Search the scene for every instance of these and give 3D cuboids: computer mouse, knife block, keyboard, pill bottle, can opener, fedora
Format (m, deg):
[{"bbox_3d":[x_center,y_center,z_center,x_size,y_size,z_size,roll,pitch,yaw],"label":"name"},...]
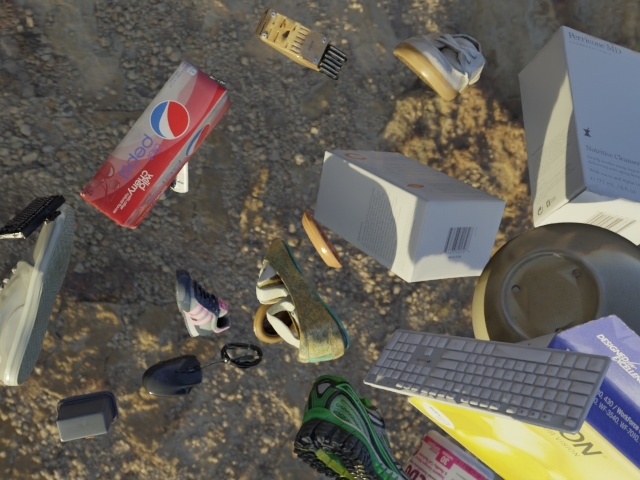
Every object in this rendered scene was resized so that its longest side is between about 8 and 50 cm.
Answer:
[{"bbox_3d":[-0.210,0.232,1.241,0.242,0.041,0.071,-12,71,-35],"label":"computer mouse"},{"bbox_3d":[-0.053,-0.577,2.016,0.276,0.242,0.088,25,96,-5],"label":"knife block"},{"bbox_3d":[0.139,0.122,0.623,0.014,0.256,0.072,43,66,-27],"label":"keyboard"},{"bbox_3d":[0.213,0.548,1.373,0.283,0.160,0.160,-54,132,-9],"label":"pill bottle"},{"bbox_3d":[-0.354,-0.215,1.572,0.095,0.076,0.283,-52,160,-42],"label":"can opener"},{"bbox_3d":[-0.152,0.243,2.228,0.194,0.079,0.194,-15,116,-35],"label":"fedora"},{"bbox_3d":[-0.617,-0.054,1.457,0.180,0.108,0.023,-75,161,-59],"label":"keyboard"}]

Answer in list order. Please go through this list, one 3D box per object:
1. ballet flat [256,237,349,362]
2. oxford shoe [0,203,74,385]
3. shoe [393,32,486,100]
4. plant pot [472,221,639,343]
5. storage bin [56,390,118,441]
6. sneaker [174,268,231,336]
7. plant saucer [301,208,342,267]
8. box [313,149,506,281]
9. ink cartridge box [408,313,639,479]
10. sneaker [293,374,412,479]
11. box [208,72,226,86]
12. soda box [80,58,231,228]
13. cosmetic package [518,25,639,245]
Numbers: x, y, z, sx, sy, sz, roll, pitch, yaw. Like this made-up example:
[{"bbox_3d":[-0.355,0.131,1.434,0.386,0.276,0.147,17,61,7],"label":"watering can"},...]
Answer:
[{"bbox_3d":[-0.064,0.113,1.343,0.123,0.348,0.123,-16,131,-19],"label":"ballet flat"},{"bbox_3d":[-0.702,0.118,1.606,0.130,0.169,0.448,18,85,0],"label":"oxford shoe"},{"bbox_3d":[0.128,-0.188,0.686,0.058,0.076,0.219,-51,174,21],"label":"shoe"},{"bbox_3d":[0.333,0.096,0.934,0.191,0.284,0.284,26,86,-59],"label":"plant pot"},{"bbox_3d":[-0.548,0.421,1.569,0.135,0.091,0.098,-9,102,-8],"label":"storage bin"},{"bbox_3d":[-0.341,0.175,1.958,0.131,0.112,0.319,-6,148,-1],"label":"sneaker"},{"bbox_3d":[0.000,0.000,1.994,0.037,0.200,0.200,-32,128,5],"label":"plant saucer"},{"bbox_3d":[0.174,-0.064,1.422,0.215,0.345,0.168,-3,114,-34],"label":"box"},{"bbox_3d":[0.304,0.233,0.774,0.304,0.307,0.072,41,60,-9],"label":"ink cartridge box"},{"bbox_3d":[0.079,0.347,1.134,0.343,0.134,0.146,59,34,-41],"label":"sneaker"},{"bbox_3d":[-0.257,-0.353,1.561,0.067,0.018,0.083,-45,178,10],"label":"box"},{"bbox_3d":[-0.251,-0.146,1.052,0.083,0.092,0.263,36,87,-1],"label":"soda box"},{"bbox_3d":[0.518,-0.196,1.275,0.217,0.156,0.384,12,61,-15],"label":"cosmetic package"}]
